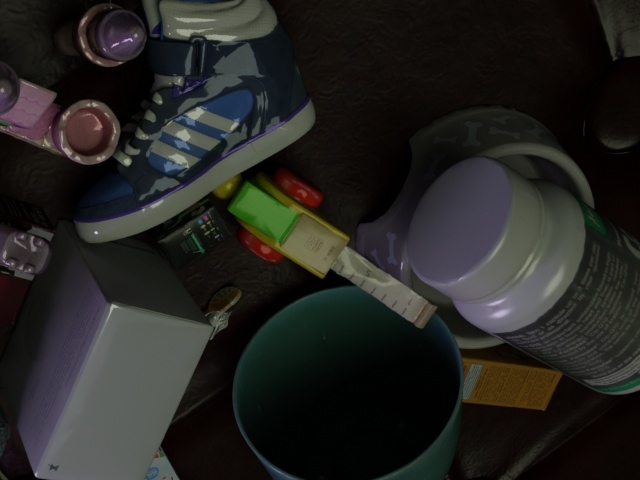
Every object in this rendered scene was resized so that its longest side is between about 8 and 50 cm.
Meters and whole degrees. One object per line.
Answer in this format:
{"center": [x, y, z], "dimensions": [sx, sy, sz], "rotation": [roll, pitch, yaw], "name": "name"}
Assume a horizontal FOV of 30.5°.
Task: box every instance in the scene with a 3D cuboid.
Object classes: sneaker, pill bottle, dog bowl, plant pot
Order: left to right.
{"center": [-0.182, -0.168, 1.332], "dimensions": [0.322, 0.130, 0.236], "rotation": [-30, 114, -5], "name": "sneaker"}
{"center": [-0.131, 0.095, 1.536], "dimensions": [0.083, 0.032, 0.037], "rotation": [-45, 139, 6], "name": "sneaker"}
{"center": [0.050, 0.244, 1.552], "dimensions": [0.293, 0.293, 0.235], "rotation": [-28, 142, -11], "name": "plant pot"}
{"center": [0.225, -0.006, 1.615], "dimensions": [0.348, 0.102, 0.349], "rotation": [-11, 118, -21], "name": "dog bowl"}
{"center": [0.293, 0.046, 1.489], "dimensions": [0.361, 0.204, 0.204], "rotation": [28, 100, -35], "name": "pill bottle"}

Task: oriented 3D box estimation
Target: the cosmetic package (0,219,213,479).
{"center": [-0.258, 0.132, 1.369], "dimensions": [0.138, 0.225, 0.224], "rotation": [17, 106, -31], "name": "cosmetic package"}

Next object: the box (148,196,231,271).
{"center": [-0.163, -0.014, 1.442], "dimensions": [0.083, 0.062, 0.052], "rotation": [-34, 123, -8], "name": "box"}

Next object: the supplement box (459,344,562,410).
{"center": [0.241, 0.196, 1.738], "dimensions": [0.233, 0.078, 0.080], "rotation": [8, 110, -29], "name": "supplement box"}

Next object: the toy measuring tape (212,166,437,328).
{"center": [0.000, 0.000, 1.476], "dimensions": [0.330, 0.121, 0.121], "rotation": [32, 98, -16], "name": "toy measuring tape"}

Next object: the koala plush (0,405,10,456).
{"center": [-0.453, 0.178, 1.302], "dimensions": [0.203, 0.196, 0.221], "rotation": [-19, 137, -27], "name": "koala plush"}

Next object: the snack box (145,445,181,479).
{"center": [-0.249, 0.319, 1.580], "dimensions": [0.100, 0.037, 0.141], "rotation": [-28, 125, -10], "name": "snack box"}

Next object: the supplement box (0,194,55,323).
{"center": [-0.435, -0.003, 1.307], "dimensions": [0.239, 0.073, 0.130], "rotation": [19, 104, -33], "name": "supplement box"}

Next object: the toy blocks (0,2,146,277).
{"center": [-0.331, -0.127, 1.139], "dimensions": [0.288, 0.260, 0.309], "rotation": [20, 86, -33], "name": "toy blocks"}
